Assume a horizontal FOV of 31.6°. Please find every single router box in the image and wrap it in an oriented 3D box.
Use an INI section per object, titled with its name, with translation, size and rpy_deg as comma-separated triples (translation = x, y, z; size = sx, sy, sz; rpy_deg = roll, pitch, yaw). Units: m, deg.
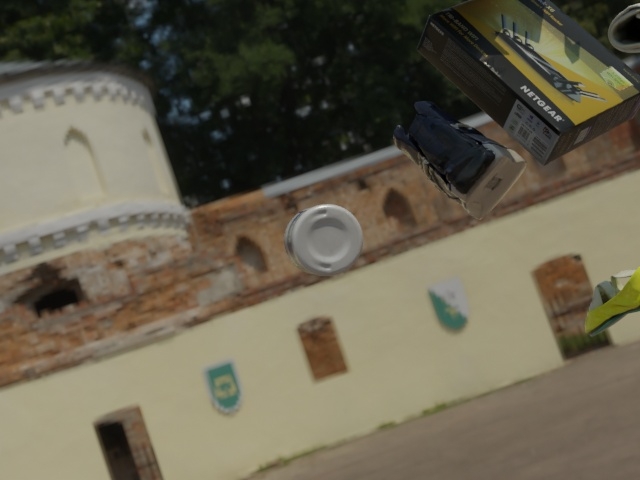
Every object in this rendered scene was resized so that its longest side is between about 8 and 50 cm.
[router box]
translation = 0.353, -0.286, 1.873
size = 0.243, 0.309, 0.081
rpy_deg = -27, -27, -34

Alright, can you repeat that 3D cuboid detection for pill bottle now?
[pill bottle]
translation = 0.000, 0.000, 1.531
size = 0.094, 0.094, 0.169
rpy_deg = -19, 2, -7

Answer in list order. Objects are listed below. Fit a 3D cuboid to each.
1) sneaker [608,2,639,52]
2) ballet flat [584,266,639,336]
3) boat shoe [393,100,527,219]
[sneaker]
translation = 0.651, -0.393, 1.987
size = 0.169, 0.108, 0.292
rpy_deg = -24, 7, -39
[ballet flat]
translation = 0.505, 0.097, 1.910
size = 0.077, 0.077, 0.231
rpy_deg = -27, -9, -22
[boat shoe]
translation = 0.216, -0.132, 1.753
size = 0.127, 0.158, 0.340
rpy_deg = -50, -14, 5
